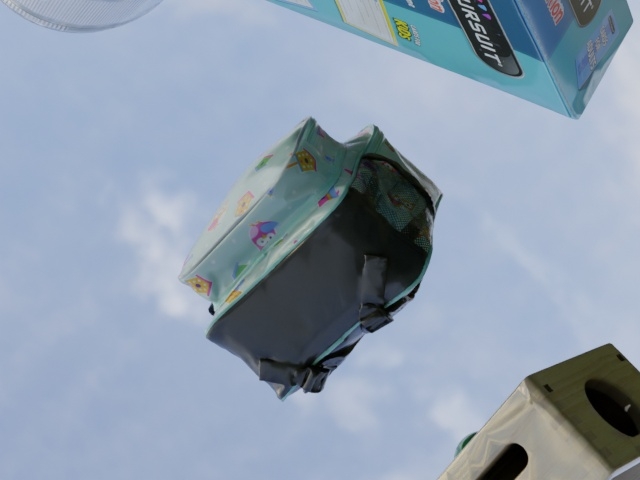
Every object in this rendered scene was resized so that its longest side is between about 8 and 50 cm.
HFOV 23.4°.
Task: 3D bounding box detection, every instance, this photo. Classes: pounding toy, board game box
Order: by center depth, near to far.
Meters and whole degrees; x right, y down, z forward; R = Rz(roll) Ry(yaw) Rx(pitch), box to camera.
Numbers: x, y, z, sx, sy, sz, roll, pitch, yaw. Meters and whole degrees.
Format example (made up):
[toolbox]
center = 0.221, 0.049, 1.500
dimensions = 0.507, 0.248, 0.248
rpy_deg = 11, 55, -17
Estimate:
[board game box]
center = -0.005, -0.212, 0.894
dimensions = 0.336, 0.079, 0.254
rpy_deg = 25, 169, 29
[pounding toy]
center = 0.191, 0.122, 1.057
dimensions = 0.094, 0.181, 0.206
rpy_deg = 48, -149, 20

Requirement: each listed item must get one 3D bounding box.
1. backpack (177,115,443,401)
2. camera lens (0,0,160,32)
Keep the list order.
[backpack]
center = 0.000, 0.000, 1.081
dimensions = 0.144, 0.166, 0.188
rpy_deg = 43, -155, 1
[camera lens]
center = -0.206, -0.306, 1.381
dimensions = 0.219, 0.274, 0.220
rpy_deg = 0, -92, -16
